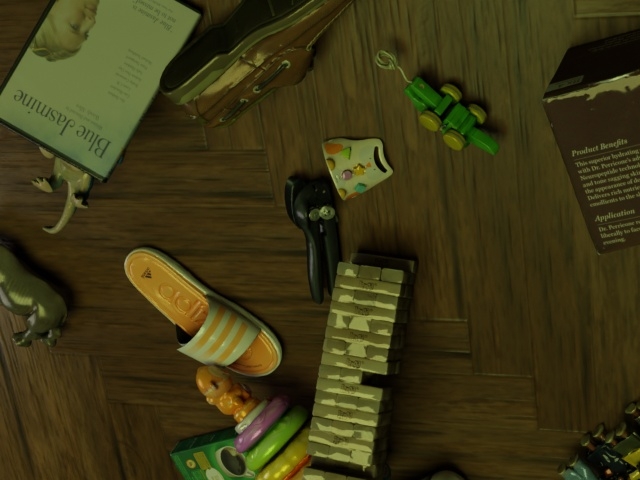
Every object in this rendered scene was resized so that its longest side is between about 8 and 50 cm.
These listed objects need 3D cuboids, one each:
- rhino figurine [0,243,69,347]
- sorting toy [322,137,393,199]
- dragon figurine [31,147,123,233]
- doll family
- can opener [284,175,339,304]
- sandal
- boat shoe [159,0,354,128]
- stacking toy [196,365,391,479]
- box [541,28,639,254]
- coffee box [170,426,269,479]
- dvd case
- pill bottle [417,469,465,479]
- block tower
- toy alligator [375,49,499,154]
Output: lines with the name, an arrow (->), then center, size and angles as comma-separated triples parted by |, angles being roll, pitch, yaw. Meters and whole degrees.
rhino figurine -> -0.470, 0.056, 2.019 | 0.243, 0.073, 0.106 | 41, 127, -1
sorting toy -> 0.051, -0.096, 1.764 | 0.075, 0.045, 0.083 | -20, 109, 8
dragon figurine -> -0.318, -0.125, 1.855 | 0.085, 0.144, 0.289 | 22, 140, 9
doll family -> 0.406, 0.298, 1.813 | 0.111, 0.076, 0.193 | 42, 128, -9
can opener -> 0.000, 0.000, 1.827 | 0.059, 0.073, 0.186 | -20, 117, -13
sandal -> -0.180, 0.117, 1.936 | 0.265, 0.076, 0.102 | 36, 123, -1
boat shoe -> -0.054, -0.249, 1.691 | 0.307, 0.110, 0.104 | -31, 129, 25
stacking toy -> -0.060, 0.281, 1.920 | 0.302, 0.175, 0.166 | 45, 97, 2
box -> 0.372, -0.120, 1.545 | 0.168, 0.167, 0.203 | -13, 111, 27
coffee box -> -0.122, 0.335, 2.050 | 0.184, 0.040, 0.113 | -19, 108, 29
dvd case -> -0.290, -0.225, 1.749 | 0.180, 0.022, 0.253 | 29, 88, 4
pill bottle -> 0.118, 0.415, 1.955 | 0.215, 0.117, 0.117 | -30, 103, 31
block tower -> 0.050, 0.184, 1.784 | 0.091, 0.097, 0.335 | 9, 88, 15
toy alligator -> 0.139, -0.165, 1.684 | 0.190, 0.056, 0.051 | 39, 164, -2
